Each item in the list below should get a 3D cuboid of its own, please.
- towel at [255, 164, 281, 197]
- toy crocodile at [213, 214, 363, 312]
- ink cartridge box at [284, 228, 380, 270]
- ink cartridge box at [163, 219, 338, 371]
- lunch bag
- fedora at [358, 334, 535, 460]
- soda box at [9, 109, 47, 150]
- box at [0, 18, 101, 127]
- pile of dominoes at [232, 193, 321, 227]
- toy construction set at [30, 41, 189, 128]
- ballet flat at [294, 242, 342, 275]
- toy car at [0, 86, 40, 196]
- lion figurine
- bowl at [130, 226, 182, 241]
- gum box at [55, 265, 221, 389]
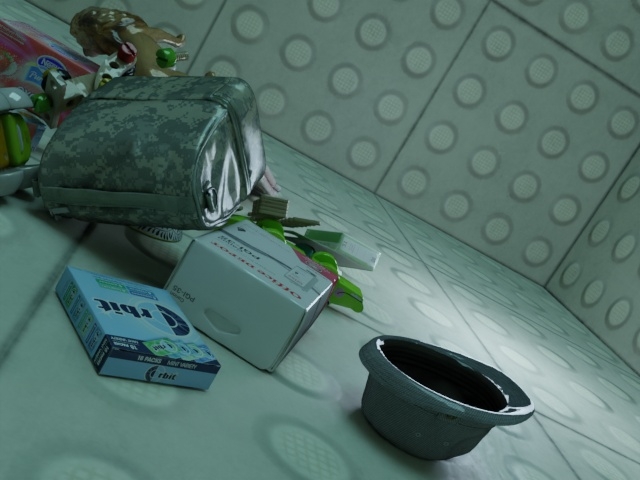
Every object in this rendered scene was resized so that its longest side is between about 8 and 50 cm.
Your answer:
[{"bbox_3d":[-0.263,-0.238,2.114,0.332,0.053,0.317,32,-5,9],"label":"towel"},{"bbox_3d":[-0.057,0.049,1.556,0.340,0.105,0.115,32,11,-15],"label":"toy crocodile"},{"bbox_3d":[0.000,0.000,1.811,0.235,0.056,0.171,29,-11,-29],"label":"ink cartridge box"},{"bbox_3d":[-0.102,0.077,1.250,0.207,0.117,0.283,32,12,5],"label":"ink cartridge box"},{"bbox_3d":[-0.269,-0.125,1.240,0.305,0.212,0.256,5,33,17],"label":"lunch bag"},{"bbox_3d":[0.172,0.251,1.183,0.275,0.124,0.244,16,14,-22],"label":"fedora"},{"bbox_3d":[-0.589,-0.211,1.395,0.063,0.058,0.183,36,14,23],"label":"soda box"},{"bbox_3d":[-0.598,-0.360,1.758,0.300,0.154,0.142,31,12,-3],"label":"box"},{"bbox_3d":[-0.118,-0.065,1.665,0.196,0.040,0.251,11,-4,-17],"label":"pile of dominoes"},{"bbox_3d":[-0.392,-0.252,1.454,0.237,0.257,0.309,-18,4,-42],"label":"toy construction set"},{"bbox_3d":[-0.010,0.053,1.720,0.052,0.057,0.168,44,-7,-34],"label":"ballet flat"},{"bbox_3d":[-0.516,-0.150,1.184,0.136,0.159,0.182,-6,12,4],"label":"toy car"},{"bbox_3d":[-0.379,-0.383,1.699,0.240,0.142,0.392,4,33,-46],"label":"lion figurine"},{"bbox_3d":[-0.318,-0.076,1.448,0.170,0.080,0.170,29,11,-6],"label":"bowl"},{"bbox_3d":[-0.233,0.110,0.982,0.157,0.041,0.184,20,15,-43],"label":"gum box"}]
